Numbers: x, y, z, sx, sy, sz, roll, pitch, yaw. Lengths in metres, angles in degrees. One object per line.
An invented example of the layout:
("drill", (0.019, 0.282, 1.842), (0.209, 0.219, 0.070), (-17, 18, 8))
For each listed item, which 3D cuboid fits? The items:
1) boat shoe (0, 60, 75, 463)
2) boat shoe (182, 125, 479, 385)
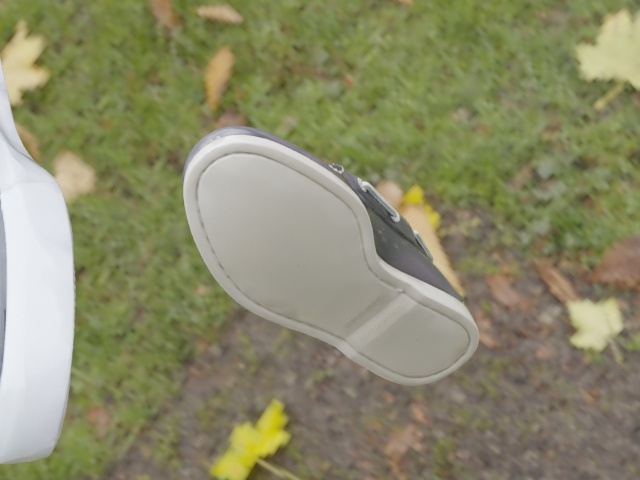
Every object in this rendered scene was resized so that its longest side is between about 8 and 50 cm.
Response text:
("boat shoe", (-0.206, -0.013, 0.872), (0.335, 0.119, 0.121), (59, 137, 48))
("boat shoe", (0.000, 0.000, 0.833), (0.075, 0.206, 0.065), (-37, 45, 15))
